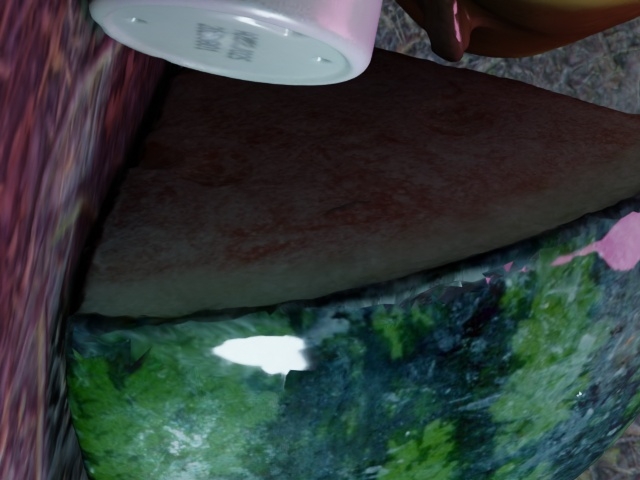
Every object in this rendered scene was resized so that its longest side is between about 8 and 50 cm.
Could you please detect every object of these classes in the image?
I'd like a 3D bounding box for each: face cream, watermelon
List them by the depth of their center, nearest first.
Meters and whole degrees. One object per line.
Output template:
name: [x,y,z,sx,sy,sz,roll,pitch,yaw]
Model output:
face cream: [0.000,-0.231,0.603,0.102,0.102,0.345,96,4,-81]
watermelon: [0.035,0.023,0.794,0.283,0.250,0.292,100,2,-55]

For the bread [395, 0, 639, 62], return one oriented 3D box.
bread: [0.112,-0.273,0.853,0.376,0.253,0.348,180,-106,-87]
